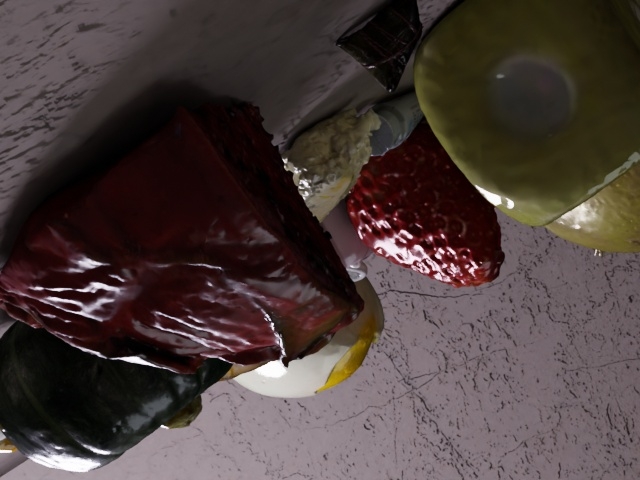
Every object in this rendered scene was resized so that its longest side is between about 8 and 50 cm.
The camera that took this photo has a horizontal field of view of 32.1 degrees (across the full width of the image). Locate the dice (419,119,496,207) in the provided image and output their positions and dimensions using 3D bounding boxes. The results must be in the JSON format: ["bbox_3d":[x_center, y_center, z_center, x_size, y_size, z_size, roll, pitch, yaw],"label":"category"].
[{"bbox_3d":[0.190,-0.096,1.764,0.174,0.179,0.175,-31,178,23],"label":"dice"}]

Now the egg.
[{"bbox_3d":[-0.058,0.148,2.016,0.345,0.283,0.283,-28,180,41],"label":"egg"}]

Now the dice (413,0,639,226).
[{"bbox_3d":[0.257,-0.168,1.180,0.227,0.238,0.233,-37,173,31],"label":"dice"}]

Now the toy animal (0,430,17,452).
[{"bbox_3d":[-0.430,0.241,1.492,0.182,0.131,0.127,-42,-158,-31],"label":"toy animal"}]

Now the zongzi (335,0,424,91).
[{"bbox_3d":[0.069,-0.179,0.972,0.083,0.067,0.073,-53,163,14],"label":"zongzi"}]

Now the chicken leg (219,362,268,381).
[{"bbox_3d":[-0.258,0.160,1.792,0.409,0.182,0.295,-18,174,31],"label":"chicken leg"}]

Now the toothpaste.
[{"bbox_3d":[0.104,-0.159,1.412,0.089,0.057,0.234,-33,-177,28],"label":"toothpaste"}]

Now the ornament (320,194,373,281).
[{"bbox_3d":[0.000,0.000,1.623,0.177,0.177,0.177,-33,175,-3],"label":"ornament"}]

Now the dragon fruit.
[{"bbox_3d":[-0.132,0.008,0.961,0.330,0.302,0.240,-19,-145,29],"label":"dragon fruit"}]

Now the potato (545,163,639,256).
[{"bbox_3d":[0.462,-0.157,1.443,0.442,0.319,0.385,-45,148,16],"label":"potato"}]

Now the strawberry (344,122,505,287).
[{"bbox_3d":[0.158,-0.036,1.487,0.205,0.244,0.205,-25,140,-23],"label":"strawberry"}]

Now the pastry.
[{"bbox_3d":[-0.025,-0.064,1.324,0.121,0.089,0.258,-17,164,-28],"label":"pastry"}]

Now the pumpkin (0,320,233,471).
[{"bbox_3d":[-0.222,0.133,1.229,0.300,0.207,0.300,-37,-177,3],"label":"pumpkin"}]
